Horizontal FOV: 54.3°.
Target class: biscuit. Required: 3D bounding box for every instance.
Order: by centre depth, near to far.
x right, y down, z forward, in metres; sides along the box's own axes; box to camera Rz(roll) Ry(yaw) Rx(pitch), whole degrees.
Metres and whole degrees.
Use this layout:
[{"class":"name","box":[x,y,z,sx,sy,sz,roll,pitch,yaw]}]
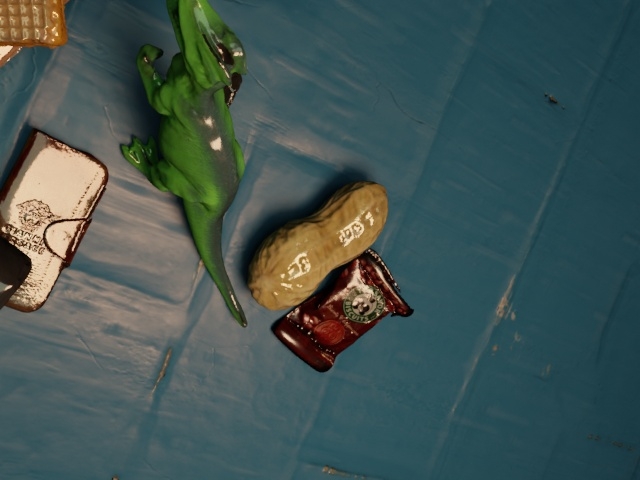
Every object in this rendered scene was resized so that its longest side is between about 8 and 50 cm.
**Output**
[{"class":"biscuit","box":[-0.513,-0.284,0.762,0.378,0.054,0.094,-4,100,-11]},{"class":"biscuit","box":[0.045,0.136,1.144,0.235,0.063,0.151,-37,117,9]}]

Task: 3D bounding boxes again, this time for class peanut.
[{"class":"peanut","box":[0.000,0.000,1.070,0.298,0.120,0.136,-37,158,-16]}]

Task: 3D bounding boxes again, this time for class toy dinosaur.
[{"class":"toy dinosaur","box":[-0.122,-0.071,0.871,0.144,0.374,0.500,-33,110,-25]}]

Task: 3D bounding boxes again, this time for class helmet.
[{"class":"helmet","box":[-0.165,-0.237,0.984,0.049,0.065,0.084,31,96,11]}]

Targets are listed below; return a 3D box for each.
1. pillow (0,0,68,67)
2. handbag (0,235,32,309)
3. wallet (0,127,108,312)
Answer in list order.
[{"class":"pillow","box":[-0.425,-0.336,0.833,0.248,0.049,0.135,-46,115,-2]},{"class":"handbag","box":[-0.562,0.049,0.756,0.275,0.178,0.302,-47,116,2]},{"class":"wallet","box":[-0.416,-0.024,0.916,0.137,0.031,0.255,28,89,-31]}]
